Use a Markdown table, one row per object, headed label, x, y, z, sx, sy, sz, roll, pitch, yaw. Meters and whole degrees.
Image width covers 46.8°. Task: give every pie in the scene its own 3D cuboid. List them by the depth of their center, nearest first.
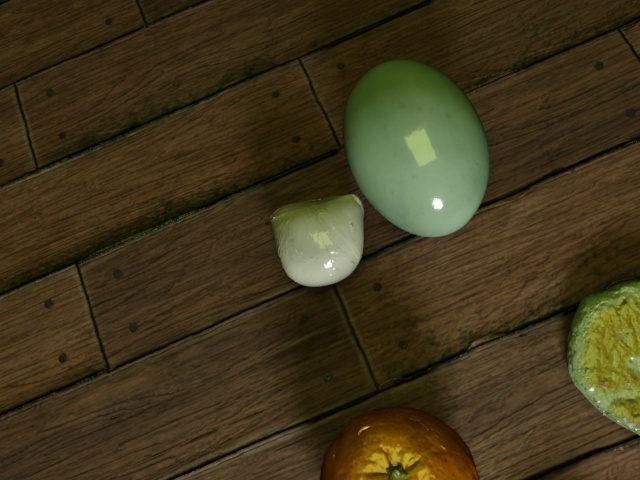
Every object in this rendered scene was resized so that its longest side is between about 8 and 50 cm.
| label | x | y | z | sx | sy | sz | roll | pitch | yaw |
| --- | --- | --- | --- | --- | --- | --- | --- | --- | --- |
| pie | 0.624 | 0.220 | 1.386 | 0.323 | 0.070 | 0.323 | -3 | 74 | 9 |

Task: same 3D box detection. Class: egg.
| label | x | y | z | sx | sy | sz | roll | pitch | yaw |
| --- | --- | --- | --- | --- | --- | --- | --- | --- | --- |
| egg | 0.191 | -0.188 | 1.491 | 0.276 | 0.276 | 0.388 | -18 | 66 | 2 |

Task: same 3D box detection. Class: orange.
| label | x | y | z | sx | sy | sz | roll | pitch | yaw |
| --- | --- | --- | --- | --- | --- | --- | --- | --- | --- |
| orange | 0.139 | 0.436 | 1.299 | 0.284 | 0.226 | 0.283 | -5 | 62 | 10 |

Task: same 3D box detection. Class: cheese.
| label | x | y | z | sx | sy | sz | roll | pitch | yaw |
| --- | --- | --- | --- | --- | --- | --- | --- | --- | --- |
| cheese | 0.000 | 0.000 | 1.522 | 0.198 | 0.154 | 0.189 | -11 | 74 | 5 |
